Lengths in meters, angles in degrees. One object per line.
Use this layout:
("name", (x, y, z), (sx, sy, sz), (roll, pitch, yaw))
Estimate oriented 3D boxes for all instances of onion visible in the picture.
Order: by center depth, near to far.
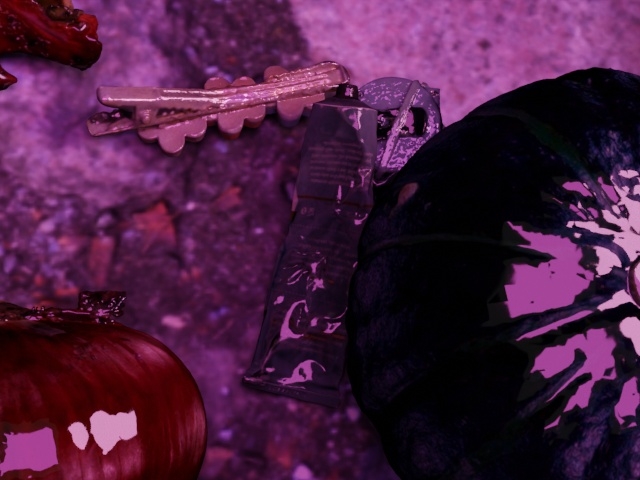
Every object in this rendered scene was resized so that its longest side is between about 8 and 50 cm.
("onion", (-0.204, 0.176, 1.131), (0.273, 0.273, 0.285), (-9, 91, -13))

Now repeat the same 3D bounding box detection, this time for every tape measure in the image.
("tape measure", (0.059, -0.083, 1.361), (0.091, 0.054, 0.094), (-14, 74, -2))

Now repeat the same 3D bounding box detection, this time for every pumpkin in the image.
("pumpkin", (0.198, 0.058, 1.230), (0.363, 0.266, 0.363), (5, 69, -12))

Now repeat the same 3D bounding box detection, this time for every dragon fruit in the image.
("dragon fruit", (-0.264, -0.172, 1.316), (0.192, 0.092, 0.122), (15, 70, -5))

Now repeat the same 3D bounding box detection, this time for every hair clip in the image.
("hair clip", (-0.081, -0.106, 1.352), (0.214, 0.056, 0.062), (-7, 57, -21))

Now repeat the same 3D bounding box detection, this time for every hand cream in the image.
("hand cream", (-0.001, 0.000, 1.304), (0.075, 0.052, 0.247), (10, 85, 12))
